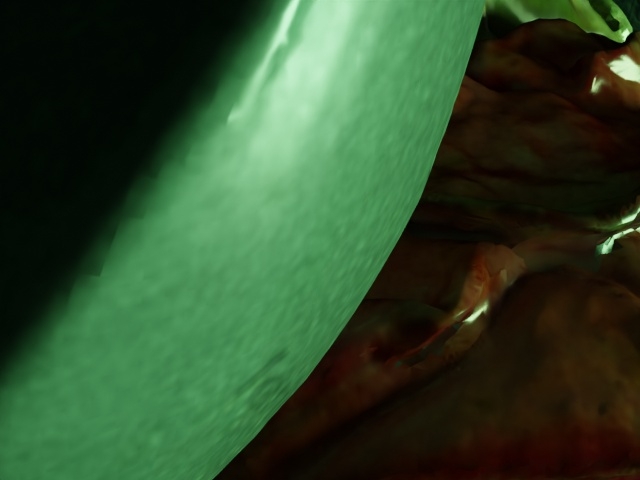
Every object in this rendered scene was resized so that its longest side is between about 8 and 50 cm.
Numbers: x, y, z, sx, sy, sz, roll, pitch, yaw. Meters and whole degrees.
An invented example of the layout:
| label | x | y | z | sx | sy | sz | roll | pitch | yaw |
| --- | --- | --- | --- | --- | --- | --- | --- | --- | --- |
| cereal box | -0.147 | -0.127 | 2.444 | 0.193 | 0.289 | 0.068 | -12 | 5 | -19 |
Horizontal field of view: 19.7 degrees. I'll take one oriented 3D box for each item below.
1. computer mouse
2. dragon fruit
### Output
| label | x | y | z | sx | sy | sz | roll | pitch | yaw |
| --- | --- | --- | --- | --- | --- | --- | --- | --- | --- |
| computer mouse | -0.012 | -0.085 | 0.410 | 0.203 | 0.114 | 0.374 | 64 | 43 | -82 |
| dragon fruit | 0.000 | 0.000 | 0.561 | 0.152 | 0.317 | 0.205 | 24 | 54 | -51 |
